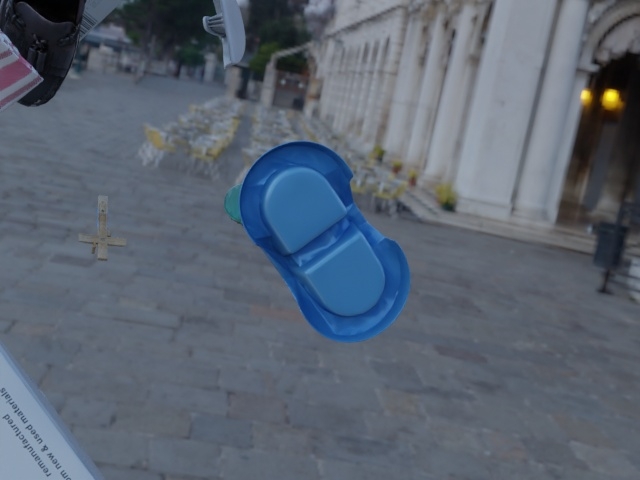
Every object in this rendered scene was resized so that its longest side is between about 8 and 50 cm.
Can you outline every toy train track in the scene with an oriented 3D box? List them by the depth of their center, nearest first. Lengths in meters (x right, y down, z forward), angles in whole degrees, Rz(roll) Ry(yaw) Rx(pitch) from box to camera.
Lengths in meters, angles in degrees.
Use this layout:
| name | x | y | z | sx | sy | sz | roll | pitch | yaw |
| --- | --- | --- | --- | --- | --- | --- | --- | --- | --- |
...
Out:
| name | x | y | z | sx | sy | sz | roll | pitch | yaw |
| --- | --- | --- | --- | --- | --- | --- | --- | --- | --- |
| toy train track | -0.225 | -0.011 | 0.976 | 0.048 | 0.014 | 0.083 | 7 | 50 | -20 |

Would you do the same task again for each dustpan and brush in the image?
| name | x | y | z | sx | sy | sz | roll | pitch | yaw |
| --- | --- | --- | --- | --- | --- | --- | --- | --- | --- |
| dustpan and brush | -0.154 | -0.339 | 1.519 | 0.060 | 0.147 | 0.211 | -10 | 3 | 11 |

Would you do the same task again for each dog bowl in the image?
| name | x | y | z | sx | sy | sz | roll | pitch | yaw |
| --- | --- | --- | --- | --- | --- | --- | --- | --- | --- |
| dog bowl | 0.000 | 0.000 | 1.315 | 0.166 | 0.297 | 0.074 | -36 | 14 | -9 |

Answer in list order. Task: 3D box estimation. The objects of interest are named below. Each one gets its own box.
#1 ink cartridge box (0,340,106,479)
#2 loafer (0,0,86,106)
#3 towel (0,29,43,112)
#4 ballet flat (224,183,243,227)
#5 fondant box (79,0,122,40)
| name | x | y | z | sx | sy | sz | roll | pitch | yaw |
| --- | --- | --- | --- | --- | --- | --- | --- | --- | --- |
| ink cartridge box | -0.168 | 0.138 | 0.375 | 0.127 | 0.176 | 0.128 | 50 | -18 | 13 |
| loafer | -0.341 | -0.304 | 1.179 | 0.109 | 0.303 | 0.095 | 13 | 20 | -20 |
| towel | -0.342 | -0.157 | 0.774 | 0.197 | 0.144 | 0.029 | 54 | 0 | -42 |
| ballet flat | -0.090 | -0.061 | 1.647 | 0.077 | 0.091 | 0.241 | 15 | -7 | -28 |
| fondant box | -0.437 | -0.444 | 1.381 | 0.330 | 0.238 | 0.096 | 49 | 3 | 9 |
